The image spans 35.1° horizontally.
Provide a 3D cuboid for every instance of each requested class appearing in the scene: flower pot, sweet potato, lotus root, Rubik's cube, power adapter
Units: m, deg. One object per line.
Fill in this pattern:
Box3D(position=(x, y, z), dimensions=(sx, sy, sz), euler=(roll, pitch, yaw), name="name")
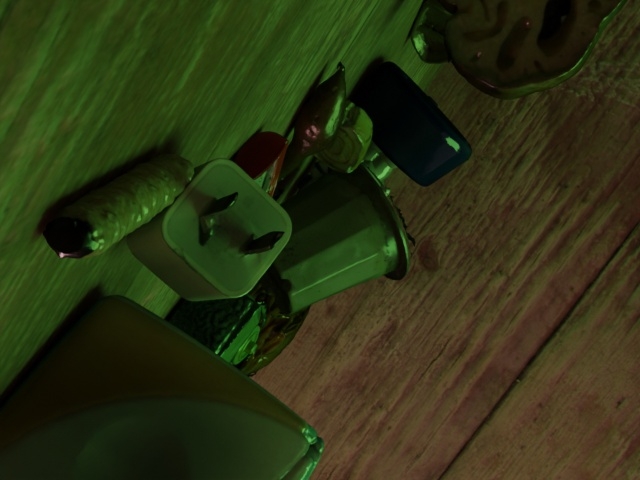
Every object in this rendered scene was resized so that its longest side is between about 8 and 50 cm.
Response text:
Box3D(position=(0.000, 0.000, 1.939), dimensions=(0.259, 0.290, 0.290), euler=(-28, 168, -15), name="flower pot")
Box3D(position=(-0.015, -0.178, 1.694), dimensions=(0.269, 0.074, 0.075), euler=(-54, 177, 39), name="sweet potato")
Box3D(position=(0.377, -0.460, 1.840), dimensions=(0.111, 0.374, 0.391), euler=(3, 83, -74), name="lotus root")
Box3D(position=(-0.232, 0.316, 1.280), dimensions=(0.352, 0.347, 0.351), euler=(-53, 175, -24), name="Rubik's cube")
Box3D(position=(-0.112, -0.011, 1.119), dimensions=(0.125, 0.130, 0.205), euler=(-53, -161, -21), name="power adapter")

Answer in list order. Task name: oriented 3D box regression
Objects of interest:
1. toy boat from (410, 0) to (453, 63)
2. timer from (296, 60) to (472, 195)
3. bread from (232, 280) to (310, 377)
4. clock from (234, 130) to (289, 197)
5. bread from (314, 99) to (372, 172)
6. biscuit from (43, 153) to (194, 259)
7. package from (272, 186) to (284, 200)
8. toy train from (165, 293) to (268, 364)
Box3D(position=(0.265, -0.465, 2.235), dimensions=(0.061, 0.116, 0.188), euler=(-60, 177, -26), name="toy boat")
Box3D(position=(0.100, -0.162, 2.157), dimensions=(0.383, 0.270, 0.270), euler=(-42, 178, 13), name="timer")
Box3D(position=(-0.144, 0.212, 2.541), dimensions=(0.325, 0.167, 0.277), euler=(-60, 173, 36), name="bread")
Box3D(position=(-0.108, -0.084, 1.509), dimensions=(0.113, 0.061, 0.155), euler=(-51, 171, -40), name="clock")
Box3D(position=(0.037, -0.193, 1.811), dimensions=(0.064, 0.117, 0.156), euler=(-50, 174, -31), name="bread")
Box3D(position=(-0.192, -0.035, 0.994), dimensions=(0.219, 0.061, 0.055), euler=(-50, 129, -63), name="biscuit")
Box3D(position=(-0.087, -0.087, 1.936), dimensions=(0.037, 0.015, 0.110), euler=(-56, 177, 3), name="package")
Box3D(position=(-0.215, 0.191, 1.826), dimensions=(0.272, 0.159, 0.188), euler=(-53, 165, -20), name="toy train")
